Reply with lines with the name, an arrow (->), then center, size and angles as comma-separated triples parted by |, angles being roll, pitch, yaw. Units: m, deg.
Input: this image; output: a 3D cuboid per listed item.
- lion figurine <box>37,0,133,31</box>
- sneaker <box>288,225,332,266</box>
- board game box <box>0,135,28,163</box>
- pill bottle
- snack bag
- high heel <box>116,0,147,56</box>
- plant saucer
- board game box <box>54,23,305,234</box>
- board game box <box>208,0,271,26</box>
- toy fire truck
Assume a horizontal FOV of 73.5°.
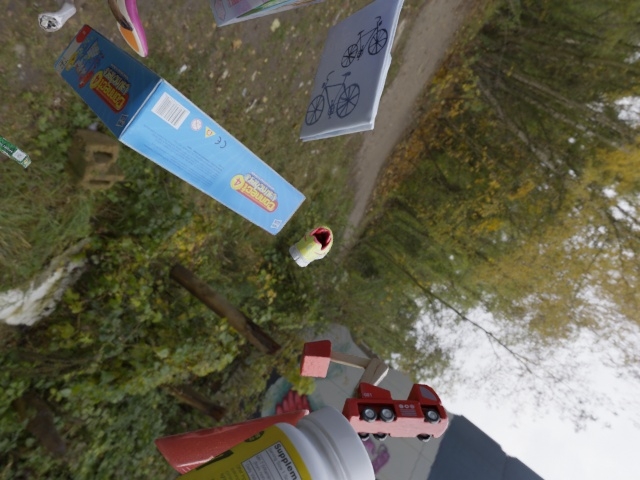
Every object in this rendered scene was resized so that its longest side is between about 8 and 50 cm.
lion figurine -> -0.523, -0.482, 0.710 | 0.392, 0.240, 0.142 | 9, 138, -37
sneaker -> 0.000, 0.000, 1.123 | 0.094, 0.081, 0.208 | -41, -177, 26
board game box -> -0.800, -0.240, 1.074 | 0.030, 0.136, 0.259 | -54, -150, -16
pill bottle -> -0.058, 0.252, 0.407 | 0.208, 0.119, 0.119 | -18, 153, -29
snack bag -> 0.071, -0.425, 1.074 | 0.323, 0.037, 0.343 | 9, -96, 58
high heel -> -0.507, -0.639, 1.165 | 0.117, 0.082, 0.244 | -48, 132, -34
plant saucer -> -0.137, 0.398, 0.791 | 0.259, 0.048, 0.258 | -10, 141, -5
board game box -> -0.215, -0.167, 0.678 | 0.086, 0.302, 0.308 | -52, 142, 2
board game box -> -0.034, -0.558, 0.926 | 0.318, 0.318, 0.066 | -29, 117, -27
toy fire truck -> 0.070, 0.209, 0.608 | 0.135, 0.192, 0.047 | -100, -162, -57
